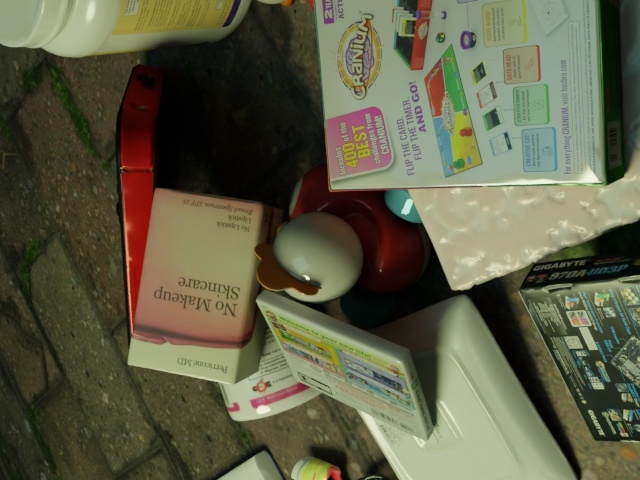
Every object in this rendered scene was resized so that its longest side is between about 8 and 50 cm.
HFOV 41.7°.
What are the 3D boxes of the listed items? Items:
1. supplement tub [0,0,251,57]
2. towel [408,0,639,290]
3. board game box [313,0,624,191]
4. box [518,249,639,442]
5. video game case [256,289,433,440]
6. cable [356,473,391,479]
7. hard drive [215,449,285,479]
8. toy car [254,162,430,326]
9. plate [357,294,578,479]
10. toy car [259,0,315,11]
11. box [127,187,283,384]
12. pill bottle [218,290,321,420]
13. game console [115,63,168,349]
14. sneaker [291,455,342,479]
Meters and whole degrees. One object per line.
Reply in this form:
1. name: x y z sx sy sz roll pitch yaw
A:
1. supplement tub: -0.275 -0.373 1.124 0.241 0.331 0.241 15 114 39
2. towel: 0.223 -0.142 0.901 0.332 0.053 0.317 -25 85 35
3. board game box: 0.145 -0.176 0.877 0.317 0.064 0.242 2 101 35
4. box: 0.328 0.114 0.864 0.175 0.051 0.220 -12 116 45
5. video game case: 0.033 0.156 1.047 0.212 0.023 0.193 20 149 31
6. cable: 0.118 0.411 1.198 0.184 0.047 0.150 25 131 46
7. hard drive: -0.136 0.522 1.495 0.319 0.040 0.210 -42 74 43
8. toy car: 0.000 0.000 1.054 0.210 0.238 0.219 41 128 26
9. plate: 0.150 0.230 1.090 0.278 0.045 0.277 -27 96 46
10. toy car: 0.003 -0.343 1.023 0.182 0.159 0.136 -13 129 45
11. box: -0.147 0.056 1.100 0.149 0.127 0.232 9 90 9
12. pill bottle: -0.102 0.107 1.241 0.160 0.160 0.283 -19 91 45
13. game console: -0.267 -0.065 1.259 0.386 0.060 0.342 -107 22 -65
14. sneaker: 0.021 0.434 1.283 0.094 0.081 0.208 -21 89 52
